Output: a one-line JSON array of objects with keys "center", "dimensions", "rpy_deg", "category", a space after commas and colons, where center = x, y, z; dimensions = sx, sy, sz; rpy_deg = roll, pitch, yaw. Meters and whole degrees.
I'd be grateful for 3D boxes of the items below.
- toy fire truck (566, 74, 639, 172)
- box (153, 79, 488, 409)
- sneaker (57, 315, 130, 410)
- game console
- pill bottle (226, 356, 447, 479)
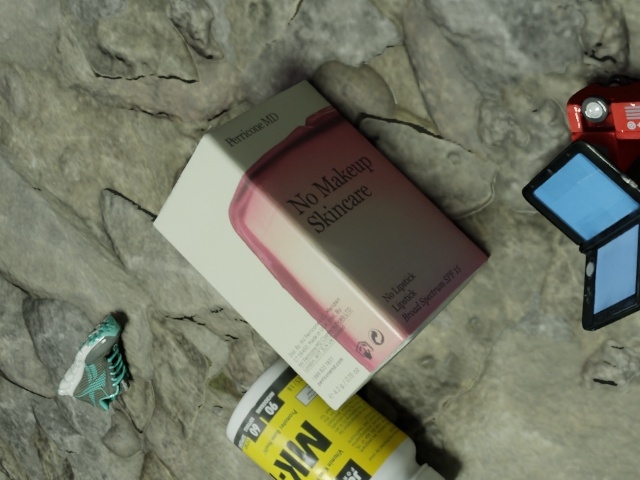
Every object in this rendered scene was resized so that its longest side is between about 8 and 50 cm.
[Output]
[{"center": [0.272, -0.047, 0.707], "dimensions": [0.192, 0.047, 0.135], "rpy_deg": [3, 119, 39], "category": "toy fire truck"}, {"center": [0.000, 0.000, 0.882], "dimensions": [0.232, 0.149, 0.127], "rpy_deg": [45, 134, 7], "category": "box"}, {"center": [-0.264, 0.155, 1.262], "dimensions": [0.076, 0.065, 0.166], "rpy_deg": [33, 137, -3], "category": "sneaker"}, {"center": [0.194, 0.000, 0.748], "dimensions": [0.071, 0.107, 0.122], "rpy_deg": [10, 163, -6], "category": "game console"}, {"center": [0.019, 0.215, 1.019], "dimensions": [0.208, 0.119, 0.119], "rpy_deg": [37, 133, 15], "category": "pill bottle"}]
